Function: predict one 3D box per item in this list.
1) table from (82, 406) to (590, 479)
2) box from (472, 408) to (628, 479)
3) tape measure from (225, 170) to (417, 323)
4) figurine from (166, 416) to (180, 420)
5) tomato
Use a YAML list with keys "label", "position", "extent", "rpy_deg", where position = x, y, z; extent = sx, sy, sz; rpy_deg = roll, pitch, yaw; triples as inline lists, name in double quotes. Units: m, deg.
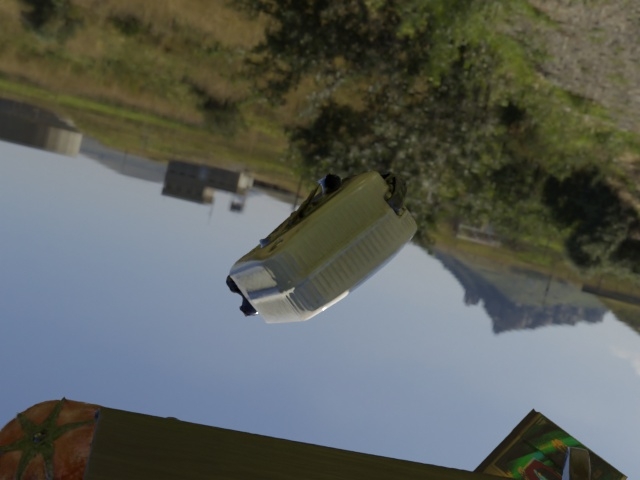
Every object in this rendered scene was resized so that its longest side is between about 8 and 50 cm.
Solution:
- label: "table"
  position: [-0.012, 0.154, 0.367]
  extent: [0.227, 0.167, 0.167]
  rpy_deg: [6, -178, 15]
- label: "box"
  position: [0.291, 0.351, 1.171]
  extent: [0.159, 0.071, 0.240]
  rpy_deg: [34, -141, 25]
- label: "tape measure"
  position: [0.000, 0.000, 1.154]
  extent: [0.133, 0.231, 0.271]
  rpy_deg: [52, 161, -4]
- label: "figurine"
  position: [-0.250, 0.321, 1.135]
  extent: [0.137, 0.228, 0.112]
  rpy_deg: [-18, 133, 26]
- label: "tomato"
  position: [-0.423, 0.403, 1.433]
  extent: [0.265, 0.264, 0.265]
  rpy_deg: [14, -176, -1]
